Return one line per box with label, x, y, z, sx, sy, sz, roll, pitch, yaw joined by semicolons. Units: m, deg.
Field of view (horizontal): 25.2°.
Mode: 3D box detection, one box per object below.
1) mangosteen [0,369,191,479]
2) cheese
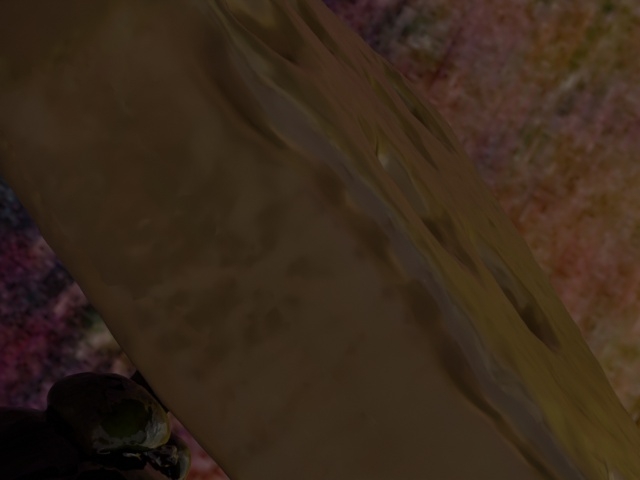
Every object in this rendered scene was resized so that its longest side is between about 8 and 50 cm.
mangosteen;-0.142;0.167;0.730;0.216;0.216;0.216;-41;150;-30
cheese;0.000;0.001;0.555;0.104;0.384;0.384;-36;157;11
